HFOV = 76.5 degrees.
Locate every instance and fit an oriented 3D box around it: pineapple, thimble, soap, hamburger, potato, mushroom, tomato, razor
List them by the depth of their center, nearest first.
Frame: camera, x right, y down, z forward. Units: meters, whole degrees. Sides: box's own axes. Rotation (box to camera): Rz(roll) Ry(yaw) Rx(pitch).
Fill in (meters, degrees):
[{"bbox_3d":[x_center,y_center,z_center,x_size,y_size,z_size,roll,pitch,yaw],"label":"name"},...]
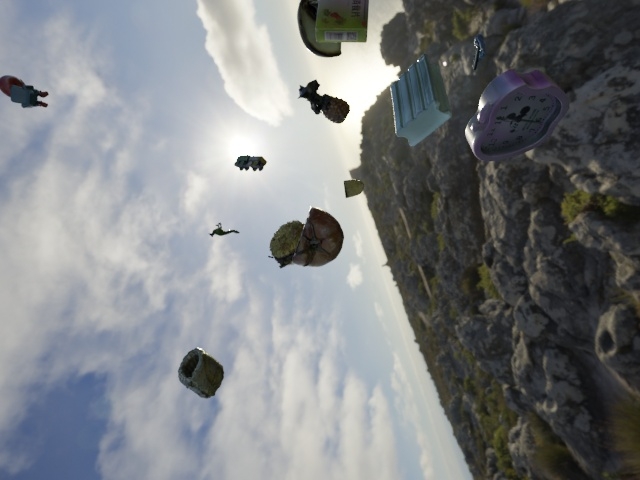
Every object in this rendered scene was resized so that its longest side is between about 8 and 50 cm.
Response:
[{"bbox_3d":[0.312,-0.446,1.288,0.088,0.160,0.265,28,-134,-29],"label":"soap"},{"bbox_3d":[0.000,0.000,1.411,0.180,0.155,0.213,-88,16,-66],"label":"tomato"},{"bbox_3d":[0.595,-0.722,1.521,0.253,0.042,0.081,-68,-20,-46],"label":"razor"},{"bbox_3d":[-0.480,0.539,1.636,0.143,0.138,0.190,54,-174,-29],"label":"thimble"},{"bbox_3d":[0.009,-0.591,1.723,0.237,0.111,0.119,20,-115,-29],"label":"pineapple"},{"bbox_3d":[-0.145,0.011,1.926,0.138,0.243,0.261,46,-173,-31],"label":"hamburger"},{"bbox_3d":[-0.023,-1.043,1.940,0.212,0.218,0.291,-121,24,-45],"label":"mushroom"},{"bbox_3d":[0.174,-0.272,2.086,0.066,0.103,0.096,-65,-31,-68],"label":"potato"}]

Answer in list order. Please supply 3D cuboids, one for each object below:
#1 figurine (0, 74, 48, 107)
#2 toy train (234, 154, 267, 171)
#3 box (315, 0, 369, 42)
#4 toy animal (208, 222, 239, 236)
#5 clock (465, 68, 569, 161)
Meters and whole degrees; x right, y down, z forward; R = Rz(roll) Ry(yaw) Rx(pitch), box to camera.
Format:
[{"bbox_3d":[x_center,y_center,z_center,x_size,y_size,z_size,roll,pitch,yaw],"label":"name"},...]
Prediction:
[{"bbox_3d":[-0.890,-0.440,1.200,0.075,0.140,0.068,-54,-13,-67],"label":"figurine"},{"bbox_3d":[-0.351,-0.391,2.038,0.060,0.202,0.081,44,-116,-46],"label":"toy train"},{"bbox_3d":[0.080,-0.810,1.416,0.062,0.175,0.260,81,-167,-68],"label":"box"},{"bbox_3d":[-0.535,-0.062,2.241,0.217,0.041,0.074,-12,-107,-59],"label":"toy animal"},{"bbox_3d":[0.675,-0.435,1.434,0.338,0.339,0.102,62,-167,-54],"label":"clock"}]
